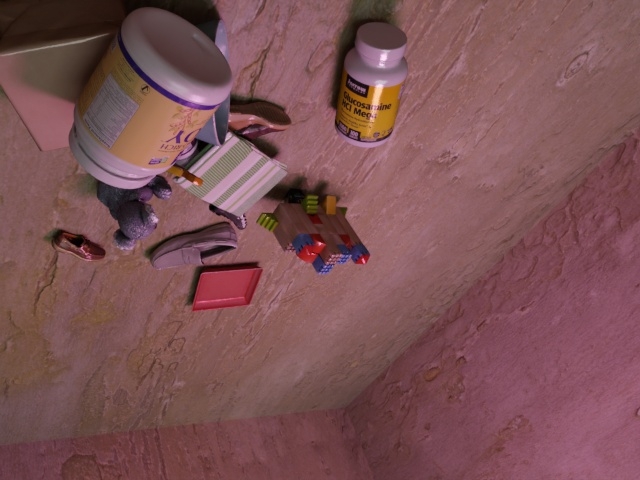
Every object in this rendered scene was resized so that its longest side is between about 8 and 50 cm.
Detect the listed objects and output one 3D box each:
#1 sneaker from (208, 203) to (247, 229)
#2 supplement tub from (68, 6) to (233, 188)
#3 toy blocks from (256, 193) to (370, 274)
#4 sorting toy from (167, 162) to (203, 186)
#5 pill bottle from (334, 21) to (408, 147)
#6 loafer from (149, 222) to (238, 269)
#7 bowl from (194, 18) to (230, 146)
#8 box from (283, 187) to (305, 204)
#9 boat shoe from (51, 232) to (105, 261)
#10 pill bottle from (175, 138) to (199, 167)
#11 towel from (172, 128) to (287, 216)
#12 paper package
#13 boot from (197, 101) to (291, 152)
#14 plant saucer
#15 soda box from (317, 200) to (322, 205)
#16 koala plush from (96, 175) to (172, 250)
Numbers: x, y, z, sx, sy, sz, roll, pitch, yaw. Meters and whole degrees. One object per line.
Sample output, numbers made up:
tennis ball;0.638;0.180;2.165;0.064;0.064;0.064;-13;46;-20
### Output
sneaker;-0.324;-0.114;1.958;0.106;0.078;0.234;-19;141;-2
supplement tub;-0.369;-0.289;1.215;0.241;0.241;0.331;14;136;-42
toy blocks;0.000;0.000;1.988;0.381;0.261;0.191;1;138;-44
sorting toy;-0.462;-0.219;1.539;0.229;0.307;0.041;24;95;-51
pill bottle;0.151;-0.456;1.691;0.187;0.188;0.334;-12;143;-17
loafer;-0.451;0.038;2.043;0.319;0.112;0.112;-22;145;-4
bowl;-0.325;-0.395;1.435;0.163;0.312;0.312;2;142;-1
box;-0.088;-0.136;2.057;0.052;0.083;0.062;4;137;-35
boat shoe;-0.780;0.020;1.867;0.060;0.064;0.178;-40;140;24
pill bottle;-0.414;-0.299;1.628;0.108;0.108;0.194;-22;146;-3
towel;-0.268;-0.203;1.772;0.248;0.038;0.324;-41;150;14
paper package;-0.566;-0.390;1.333;0.309;0.168;0.325;-16;154;-12
boot;-0.234;-0.329;1.747;0.248;0.090;0.207;-1;152;-35
plant saucer;-0.386;0.187;2.335;0.258;0.048;0.258;-3;140;-27
soda box;-0.002;-0.070;2.214;0.058;0.061;0.181;-22;145;-3
koala plush;-0.563;-0.088;1.718;0.196;0.221;0.203;-36;143;17
